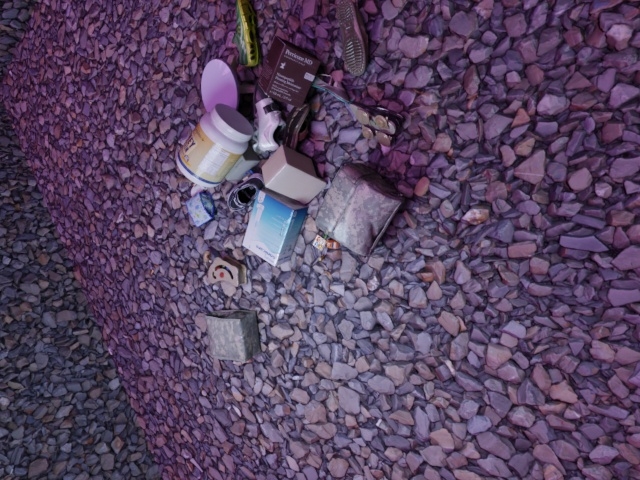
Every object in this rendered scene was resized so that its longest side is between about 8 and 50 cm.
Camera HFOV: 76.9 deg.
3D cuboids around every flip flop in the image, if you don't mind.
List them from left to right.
[{"bbox_3d":[-0.099,-0.466,1.751,0.112,0.080,0.277,49,129,47],"label":"flip flop"}]

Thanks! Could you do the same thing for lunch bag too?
[{"bbox_3d":[-0.629,-0.162,2.135,0.129,0.096,0.151,-27,75,33],"label":"lunch bag"},{"bbox_3d":[-0.475,0.493,2.122,0.287,0.169,0.235,-3,98,28],"label":"lunch bag"},{"bbox_3d":[0.158,-0.114,1.578,0.256,0.212,0.305,40,118,21],"label":"lunch bag"}]

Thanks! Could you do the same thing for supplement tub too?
[{"bbox_3d":[-0.460,-0.413,1.768,0.316,0.228,0.228,-45,75,26],"label":"supplement tub"}]

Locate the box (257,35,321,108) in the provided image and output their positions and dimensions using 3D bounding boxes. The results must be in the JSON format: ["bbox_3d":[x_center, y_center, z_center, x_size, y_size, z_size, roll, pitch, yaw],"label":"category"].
[{"bbox_3d":[-0.132,-0.683,1.643,0.203,0.168,0.167,-62,33,26],"label":"box"}]

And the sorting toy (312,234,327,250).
[{"bbox_3d":[0.000,0.000,1.818,0.062,0.012,0.083,37,117,21],"label":"sorting toy"}]

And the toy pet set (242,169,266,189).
[{"bbox_3d":[-0.323,-0.280,1.954,0.122,0.065,0.114,-20,121,40],"label":"toy pet set"}]

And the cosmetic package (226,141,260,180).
[{"bbox_3d":[-0.445,-0.461,1.952,0.160,0.113,0.309,-39,78,31],"label":"cosmetic package"}]

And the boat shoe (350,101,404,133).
[{"bbox_3d":[0.215,-0.488,1.565,0.233,0.084,0.079,34,77,30],"label":"boat shoe"}]

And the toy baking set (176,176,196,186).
[{"bbox_3d":[-0.658,-0.377,2.120,0.256,0.030,0.197,-52,54,11],"label":"toy baking set"}]

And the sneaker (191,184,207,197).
[{"bbox_3d":[-0.641,-0.278,2.145,0.061,0.053,0.152,41,117,16],"label":"sneaker"}]

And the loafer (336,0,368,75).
[{"bbox_3d":[0.136,-0.775,1.540,0.102,0.092,0.268,5,118,36],"label":"loafer"}]

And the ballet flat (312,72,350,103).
[{"bbox_3d":[0.045,-0.626,1.636,0.213,0.072,0.068,35,112,23],"label":"ballet flat"}]

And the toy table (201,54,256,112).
[{"bbox_3d":[-0.425,-0.687,1.827,0.252,0.161,0.274,24,127,4],"label":"toy table"}]

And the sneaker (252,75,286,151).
[{"bbox_3d":[-0.219,-0.562,1.801,0.146,0.122,0.331,4,101,13],"label":"sneaker"}]

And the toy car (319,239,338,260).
[{"bbox_3d":[0.036,0.051,1.789,0.060,0.040,0.122,29,115,20],"label":"toy car"}]

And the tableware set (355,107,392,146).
[{"bbox_3d":[0.203,-0.431,1.541,0.168,0.020,0.141,30,156,32],"label":"tableware set"}]

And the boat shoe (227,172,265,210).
[{"bbox_3d":[-0.368,-0.208,1.922,0.108,0.102,0.301,44,136,-19],"label":"boat shoe"}]

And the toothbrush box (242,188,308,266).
[{"bbox_3d":[-0.214,-0.063,1.873,0.216,0.126,0.295,30,113,24],"label":"toothbrush box"}]

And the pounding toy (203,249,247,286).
[{"bbox_3d":[-0.522,0.168,2.094,0.269,0.155,0.154,24,107,26],"label":"pounding toy"}]

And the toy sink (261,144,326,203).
[{"bbox_3d":[-0.112,-0.285,1.748,0.153,0.234,0.131,-40,48,32],"label":"toy sink"}]

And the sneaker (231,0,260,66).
[{"bbox_3d":[-0.350,-0.932,1.801,0.123,0.109,0.296,0,99,28],"label":"sneaker"}]
